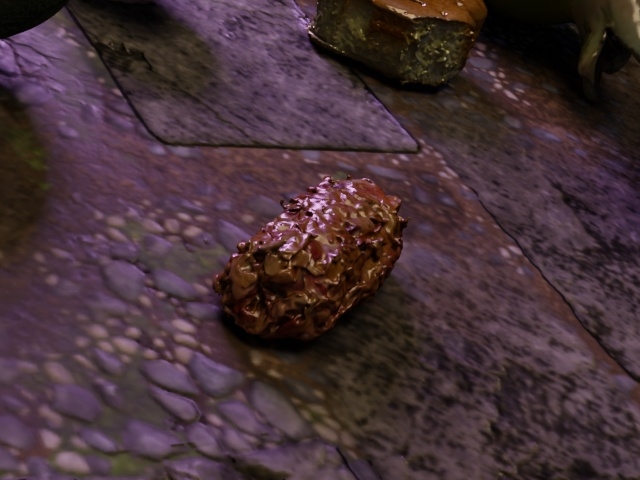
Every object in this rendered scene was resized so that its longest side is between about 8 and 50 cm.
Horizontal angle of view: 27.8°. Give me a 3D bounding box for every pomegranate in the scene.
[{"bbox_3d":[0.234,-0.297,1.219,0.260,0.260,0.340,3,64,-33],"label":"pomegranate"}]

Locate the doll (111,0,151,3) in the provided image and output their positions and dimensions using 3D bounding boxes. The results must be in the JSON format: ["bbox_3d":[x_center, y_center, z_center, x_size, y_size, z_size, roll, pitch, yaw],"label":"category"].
[{"bbox_3d":[-0.179,-0.282,1.009,0.293,0.119,0.138,48,15,31],"label":"doll"}]

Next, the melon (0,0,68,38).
[{"bbox_3d":[-0.278,-0.210,0.770,0.288,0.182,0.182,13,34,-24],"label":"melon"}]

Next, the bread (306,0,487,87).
[{"bbox_3d":[0.063,-0.186,1.086,0.140,0.069,0.128,26,32,3],"label":"bread"}]

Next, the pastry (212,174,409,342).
[{"bbox_3d":[0.002,0.001,0.771,0.087,0.063,0.169,29,32,9],"label":"pastry"}]
